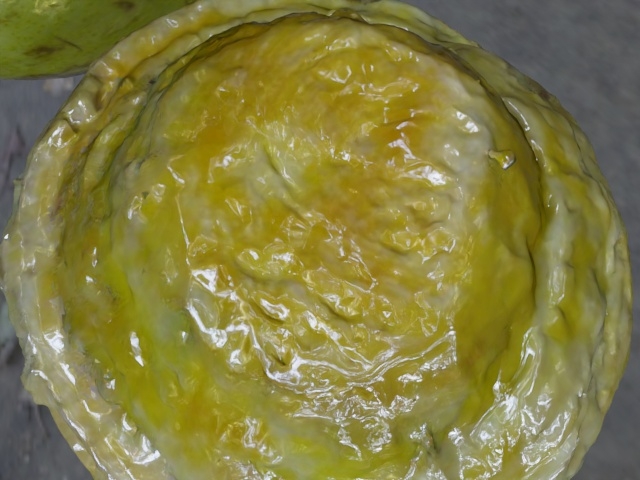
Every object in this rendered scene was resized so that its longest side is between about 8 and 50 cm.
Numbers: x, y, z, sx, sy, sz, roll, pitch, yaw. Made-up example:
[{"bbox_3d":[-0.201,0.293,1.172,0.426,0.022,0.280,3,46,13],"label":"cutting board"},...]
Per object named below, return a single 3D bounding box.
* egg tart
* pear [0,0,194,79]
[{"bbox_3d":[0.000,0.000,0.841,0.319,0.128,0.319,0,67,-1],"label":"egg tart"},{"bbox_3d":[-0.176,-0.228,1.042,0.284,0.283,0.283,-3,107,-8],"label":"pear"}]
